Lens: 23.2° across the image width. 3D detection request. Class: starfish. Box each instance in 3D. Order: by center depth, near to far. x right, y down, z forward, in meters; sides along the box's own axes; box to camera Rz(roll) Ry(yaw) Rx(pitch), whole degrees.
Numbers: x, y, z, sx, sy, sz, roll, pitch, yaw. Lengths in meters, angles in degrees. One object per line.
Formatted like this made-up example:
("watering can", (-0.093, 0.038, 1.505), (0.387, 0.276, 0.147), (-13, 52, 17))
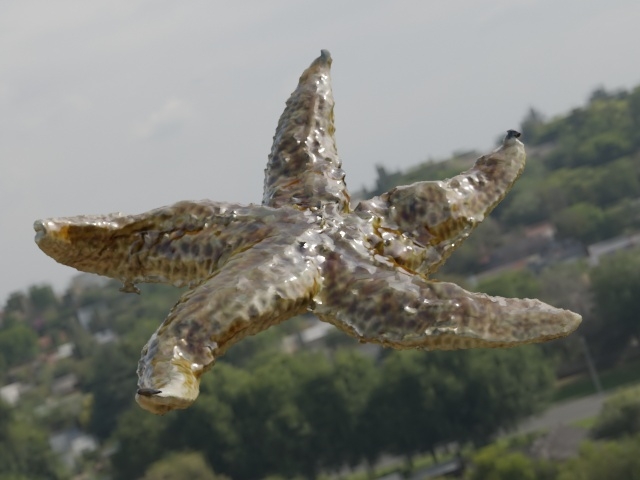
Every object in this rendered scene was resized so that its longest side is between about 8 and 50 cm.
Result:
("starfish", (0.000, 0.000, 0.687), (0.236, 0.062, 0.277), (6, 31, 13))
